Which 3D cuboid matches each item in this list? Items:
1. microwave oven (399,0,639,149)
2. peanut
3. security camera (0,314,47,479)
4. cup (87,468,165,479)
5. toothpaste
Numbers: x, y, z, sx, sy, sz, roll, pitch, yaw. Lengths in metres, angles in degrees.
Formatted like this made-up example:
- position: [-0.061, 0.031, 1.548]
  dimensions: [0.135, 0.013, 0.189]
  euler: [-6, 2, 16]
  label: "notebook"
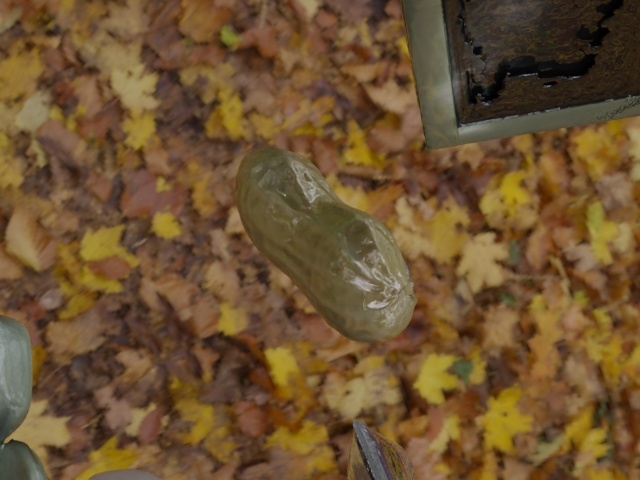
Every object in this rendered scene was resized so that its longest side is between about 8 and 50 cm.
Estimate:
- position: [0.143, -0.260, 0.818]
  dimensions: [0.219, 0.355, 0.286]
  euler: [-8, 66, 6]
  label: "microwave oven"
- position: [0.000, 0.000, 1.111]
  dimensions: [0.090, 0.098, 0.214]
  euler: [-37, 67, -24]
  label: "peanut"
- position: [-0.362, 0.226, 1.368]
  dimensions: [0.080, 0.157, 0.301]
  euler: [12, 54, -40]
  label: "security camera"
- position: [-0.123, 0.371, 1.227]
  dimensions: [0.317, 0.212, 0.212]
  euler: [30, 57, 4]
  label: "cup"
- position: [0.061, 0.239, 1.290]
  dimensions: [0.073, 0.299, 0.114]
  euler: [-21, 80, -1]
  label: "toothpaste"
